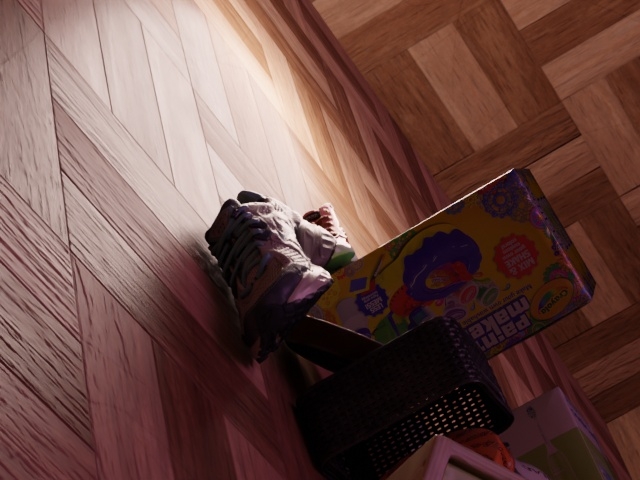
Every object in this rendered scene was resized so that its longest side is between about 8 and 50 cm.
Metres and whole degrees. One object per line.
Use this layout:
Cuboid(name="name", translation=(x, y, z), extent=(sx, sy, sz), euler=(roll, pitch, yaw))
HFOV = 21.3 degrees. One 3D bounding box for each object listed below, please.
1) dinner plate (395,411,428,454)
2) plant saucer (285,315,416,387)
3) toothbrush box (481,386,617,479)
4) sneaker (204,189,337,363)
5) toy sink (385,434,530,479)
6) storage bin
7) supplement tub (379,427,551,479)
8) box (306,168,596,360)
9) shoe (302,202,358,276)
Cuboid(name="dinner plate", translation=(0.128, 0.261, 2.086), extent=(0.141, 0.017, 0.141), euler=(58, 9, -15))
Cuboid(name="plant saucer", translation=(0.031, 0.120, 1.751), extent=(0.168, 0.029, 0.168), euler=(21, -12, 5))
Cuboid(name="toothbrush box", translation=(0.248, 0.341, 1.897), extent=(0.122, 0.206, 0.283), euler=(46, 16, -51))
Cuboid(name="sneaker", translation=(-0.065, 0.026, 1.663), extent=(0.122, 0.110, 0.283), euler=(40, 11, -9))
Cuboid(name="toy sink", translation=(0.153, 0.290, 1.399), extent=(0.234, 0.131, 0.152), euler=(29, 53, -7))
Cuboid(name="storage bin", translation=(0.082, 0.166, 1.667), extent=(0.122, 0.180, 0.084), euler=(47, 16, -52))
Cuboid(name="supplement tub", translation=(0.183, 0.345, 1.615), extent=(0.316, 0.194, 0.193), euler=(57, 11, -17))
Cuboid(name="box", translation=(0.159, 0.060, 2.021), extent=(0.177, 0.290, 0.279), euler=(60, 9, 3))
Cuboid(name="shoe", translation=(0.000, 0.000, 2.087), extent=(0.081, 0.063, 0.178), euler=(59, 5, 6))
